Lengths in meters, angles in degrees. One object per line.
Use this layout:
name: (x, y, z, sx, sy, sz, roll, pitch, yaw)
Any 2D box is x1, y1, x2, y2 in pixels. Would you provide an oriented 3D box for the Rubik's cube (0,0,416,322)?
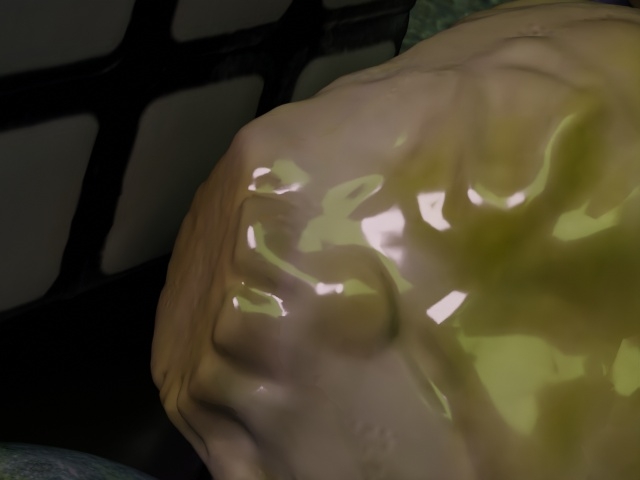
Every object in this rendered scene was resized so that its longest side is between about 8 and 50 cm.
Rubik's cube: (-0.138, -0.176, 0.638, 0.305, 0.301, 0.304, 33, 29, 25)

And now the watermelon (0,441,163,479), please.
watermelon: (-0.048, 0.182, 0.550, 0.188, 0.175, 0.322, -12, 66, -21)

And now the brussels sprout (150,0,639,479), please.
brussels sprout: (0.087, 0.041, 0.650, 0.316, 0.243, 0.273, 43, 67, -21)

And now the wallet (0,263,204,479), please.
wallet: (-0.100, 0.011, 0.763, 0.146, 0.030, 0.285, 16, 51, 0)

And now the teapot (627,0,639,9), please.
teapot: (0.265, -0.199, 0.925, 0.175, 0.185, 0.267, -6, 77, -58)
